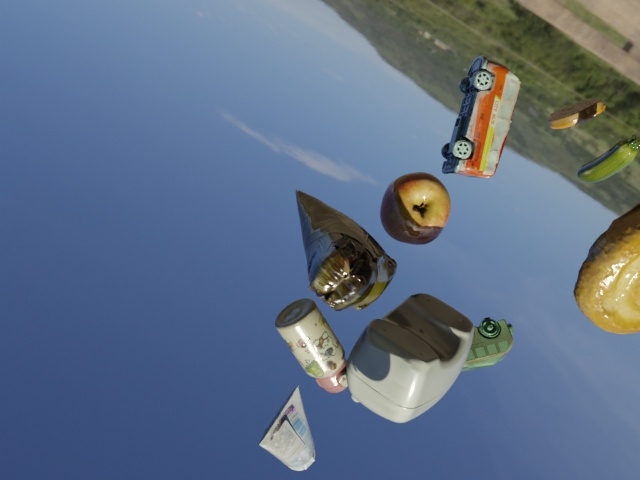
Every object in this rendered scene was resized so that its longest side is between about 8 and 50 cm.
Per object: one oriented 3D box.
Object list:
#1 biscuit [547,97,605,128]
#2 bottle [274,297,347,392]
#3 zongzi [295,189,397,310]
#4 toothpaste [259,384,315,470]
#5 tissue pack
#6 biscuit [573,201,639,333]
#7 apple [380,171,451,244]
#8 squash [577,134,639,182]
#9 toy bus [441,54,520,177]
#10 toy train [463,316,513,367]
[{"bbox_3d":[0.763,-0.373,2.028,0.170,0.170,0.050,-62,-50,-70],"label":"biscuit"},{"bbox_3d":[-0.005,0.273,1.688,0.253,0.120,0.120,58,-169,-22],"label":"bottle"},{"bbox_3d":[0.000,0.000,1.394,0.317,0.154,0.289,47,-171,14],"label":"zongzi"},{"bbox_3d":[-0.056,0.353,1.219,0.073,0.114,0.299,29,157,21],"label":"toothpaste"},{"bbox_3d":[0.219,0.299,1.670,0.229,0.236,0.333,31,-149,26],"label":"tissue pack"},{"bbox_3d":[0.632,0.060,1.291,0.296,0.296,0.102,20,-157,-31],"label":"biscuit"},{"bbox_3d":[0.268,-0.088,1.912,0.209,0.209,0.164,32,178,-1],"label":"apple"},{"bbox_3d":[0.792,-0.213,1.853,0.069,0.069,0.258,32,161,-2],"label":"squash"},{"bbox_3d":[0.357,-0.267,1.498,0.119,0.265,0.121,15,-177,-6],"label":"toy bus"},{"bbox_3d":[0.545,0.380,2.418,0.129,0.326,0.159,87,168,-65],"label":"toy train"}]
